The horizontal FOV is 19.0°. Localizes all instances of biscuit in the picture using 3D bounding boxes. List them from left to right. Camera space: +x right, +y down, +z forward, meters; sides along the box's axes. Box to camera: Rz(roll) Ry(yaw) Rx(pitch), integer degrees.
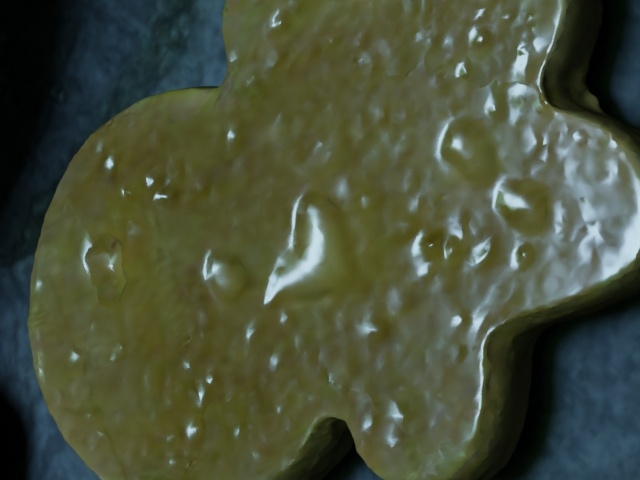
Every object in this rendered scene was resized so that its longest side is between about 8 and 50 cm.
[{"bbox_3d":[0.002,0.000,0.898,0.355,0.052,0.275,-34,67,30],"label":"biscuit"}]

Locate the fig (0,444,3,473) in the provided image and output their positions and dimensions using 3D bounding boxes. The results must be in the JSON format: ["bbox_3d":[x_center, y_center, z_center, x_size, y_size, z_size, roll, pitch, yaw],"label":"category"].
[{"bbox_3d":[-0.295,0.110,0.984,0.159,0.257,0.159,-17,67,46],"label":"fig"}]
